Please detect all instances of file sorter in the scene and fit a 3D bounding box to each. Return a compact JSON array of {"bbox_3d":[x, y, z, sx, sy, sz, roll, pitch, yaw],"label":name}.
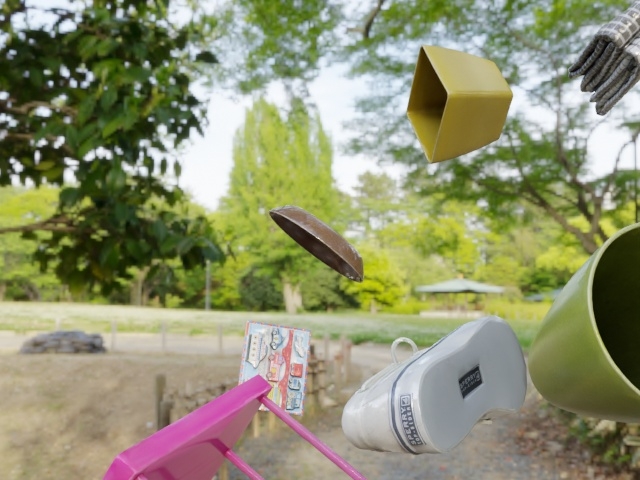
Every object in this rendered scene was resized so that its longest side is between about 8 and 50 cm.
[{"bbox_3d":[-0.101,0.297,0.634,0.182,0.290,0.202,38,20,15],"label":"file sorter"}]

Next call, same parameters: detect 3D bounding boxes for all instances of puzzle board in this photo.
[{"bbox_3d":[-0.066,0.182,1.126,0.097,0.128,0.011,10,-25,-10],"label":"puzzle board"}]

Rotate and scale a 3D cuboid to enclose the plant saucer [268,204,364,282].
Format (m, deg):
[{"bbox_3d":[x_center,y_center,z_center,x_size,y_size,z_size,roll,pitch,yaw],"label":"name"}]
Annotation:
[{"bbox_3d":[0.000,0.000,1.126,0.168,0.029,0.168,36,-8,6],"label":"plant saucer"}]

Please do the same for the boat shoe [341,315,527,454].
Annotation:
[{"bbox_3d":[0.136,0.187,0.978,0.157,0.135,0.367,-16,-1,32],"label":"boat shoe"}]

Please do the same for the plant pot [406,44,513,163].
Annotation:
[{"bbox_3d":[0.343,-0.336,1.913,0.187,0.212,0.212,-5,-43,-13],"label":"plant pot"}]

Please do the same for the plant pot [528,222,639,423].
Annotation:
[{"bbox_3d":[0.439,0.154,1.158,0.275,0.274,0.293,2,-23,-15],"label":"plant pot"}]

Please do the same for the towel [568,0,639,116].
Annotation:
[{"bbox_3d":[0.615,-0.394,1.512,0.121,0.235,0.283,45,-4,9],"label":"towel"}]
